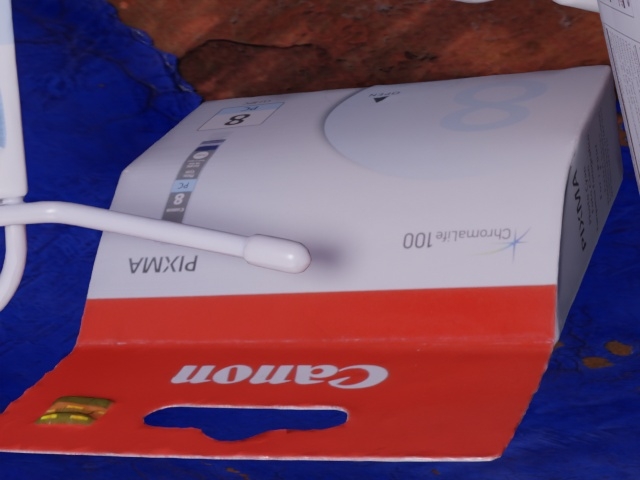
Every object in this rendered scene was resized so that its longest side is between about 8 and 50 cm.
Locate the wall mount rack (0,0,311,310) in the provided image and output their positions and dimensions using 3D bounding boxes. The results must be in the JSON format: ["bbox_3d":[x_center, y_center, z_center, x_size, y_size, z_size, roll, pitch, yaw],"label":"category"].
[{"bbox_3d":[-0.167,-0.090,0.786,0.304,0.350,0.130,-6,-158,-13],"label":"wall mount rack"}]

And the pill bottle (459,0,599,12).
[{"bbox_3d":[0.030,-0.198,0.654,0.283,0.160,0.160,13,156,-13],"label":"pill bottle"}]

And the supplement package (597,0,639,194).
[{"bbox_3d":[0.227,-0.106,0.479,0.262,0.204,0.145,-14,-168,5],"label":"supplement package"}]

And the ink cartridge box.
[{"bbox_3d":[0.000,0.000,0.896,0.308,0.385,0.091,-2,112,22],"label":"ink cartridge box"}]
